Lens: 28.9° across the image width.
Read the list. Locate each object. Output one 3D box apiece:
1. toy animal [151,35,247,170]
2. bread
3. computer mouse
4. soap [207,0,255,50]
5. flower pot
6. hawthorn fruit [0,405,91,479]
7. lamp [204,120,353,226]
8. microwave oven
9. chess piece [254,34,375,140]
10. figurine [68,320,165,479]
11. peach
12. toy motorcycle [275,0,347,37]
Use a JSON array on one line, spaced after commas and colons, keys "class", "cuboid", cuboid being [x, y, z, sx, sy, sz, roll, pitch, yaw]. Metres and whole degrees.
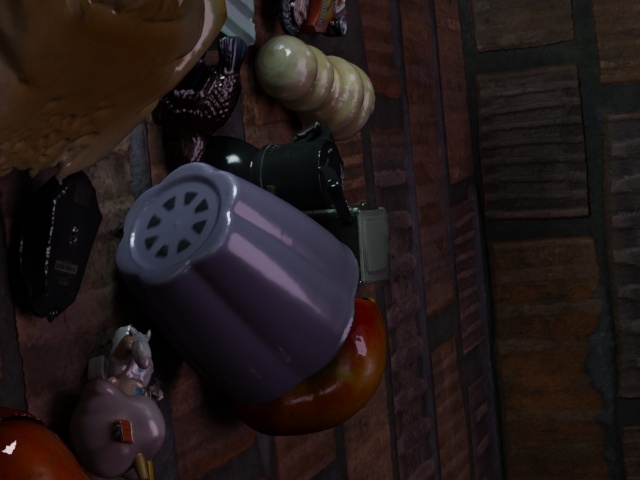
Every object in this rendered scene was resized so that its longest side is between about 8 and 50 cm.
[{"class": "toy animal", "cuboid": [-0.156, -0.179, 1.665, 0.218, 0.116, 0.179, 18, 68, -76]}, {"class": "bread", "cuboid": [-0.256, -0.223, 1.200, 0.424, 0.245, 0.329, 13, 74, -73]}, {"class": "computer mouse", "cuboid": [-0.291, 0.002, 1.347, 0.099, 0.057, 0.172, 30, 70, -69]}, {"class": "soap", "cuboid": [-0.171, -0.337, 1.697, 0.230, 0.091, 0.145, 31, 55, -66]}, {"class": "flower pot", "cuboid": [-0.114, 0.034, 1.572, 0.243, 0.265, 0.265, 49, 40, -44]}, {"class": "hawthorn fruit", "cuboid": [-0.294, 0.237, 1.088, 0.211, 0.211, 0.299, -42, 117, -66]}, {"class": "lamp", "cuboid": [-0.056, -0.094, 1.762, 0.172, 0.227, 0.147, -72, 151, -46]}, {"class": "microwave oven", "cuboid": [-0.010, 0.006, 1.907, 0.163, 0.205, 0.129, -1, 87, -72]}, {"class": "chess piece", "cuboid": [-0.018, -0.261, 2.059, 0.261, 0.143, 0.142, 22, 66, -64]}, {"class": "figurine", "cuboid": [-0.228, 0.192, 1.413, 0.229, 0.112, 0.137, -92, 173, -48]}, {"class": "peach", "cuboid": [-0.034, 0.163, 1.803, 0.245, 0.249, 0.274, -62, 178, 7]}, {"class": "toy motorcycle", "cuboid": [-0.013, -0.432, 2.152, 0.298, 0.089, 0.171, -25, 108, -70]}]
